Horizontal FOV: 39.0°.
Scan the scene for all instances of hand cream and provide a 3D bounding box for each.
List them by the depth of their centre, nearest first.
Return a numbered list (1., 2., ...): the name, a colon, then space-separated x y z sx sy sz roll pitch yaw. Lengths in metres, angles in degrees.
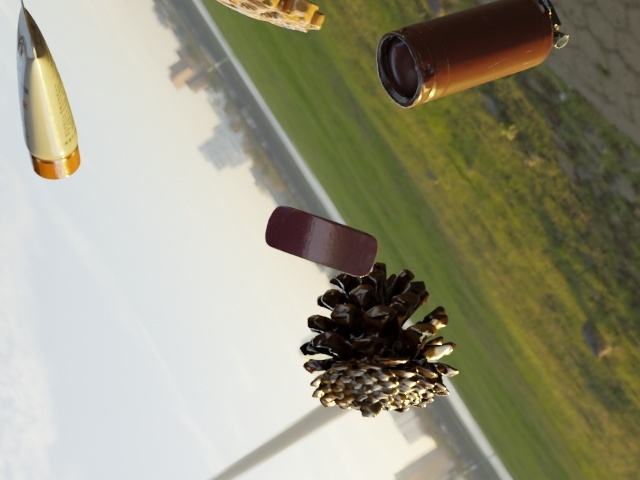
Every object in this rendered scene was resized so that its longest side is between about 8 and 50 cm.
1. hand cream: -0.451 -0.233 1.478 0.314 0.089 0.140 97 155 -46

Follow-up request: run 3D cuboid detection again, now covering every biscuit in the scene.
1. biscuit: -0.092 -0.365 1.386 0.202 0.044 0.288 19 -171 -27

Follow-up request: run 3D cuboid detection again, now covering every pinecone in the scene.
1. pinecone: 0.089 0.154 1.459 0.264 0.264 0.264 57 -179 -2

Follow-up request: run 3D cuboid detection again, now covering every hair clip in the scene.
1. hair clip: -0.001 0.000 1.066 0.137 0.054 0.022 19 -179 9

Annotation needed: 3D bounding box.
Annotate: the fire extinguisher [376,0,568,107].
1. fire extinguisher: 0.201 -0.248 1.117 0.105 0.268 0.105 46 148 41
